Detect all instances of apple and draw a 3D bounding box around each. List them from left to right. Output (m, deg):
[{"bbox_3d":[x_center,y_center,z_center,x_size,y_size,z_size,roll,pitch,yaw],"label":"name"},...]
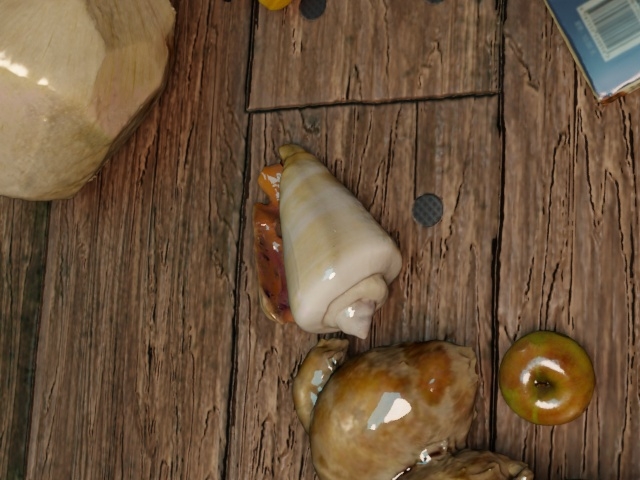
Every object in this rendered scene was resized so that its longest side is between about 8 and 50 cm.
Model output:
[{"bbox_3d":[0.214,0.130,0.817,0.089,0.074,0.089,-3,83,25],"label":"apple"}]

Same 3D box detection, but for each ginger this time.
[{"bbox_3d":[0.107,0.222,0.804,0.375,0.176,0.256,47,121,35],"label":"ginger"}]

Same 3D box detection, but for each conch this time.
[{"bbox_3d":[0.010,0.003,0.931,0.158,0.127,0.255,-51,37,40],"label":"conch"}]

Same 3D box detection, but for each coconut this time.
[{"bbox_3d":[-0.335,-0.256,0.999,0.415,0.344,0.415,16,116,35],"label":"coconut"}]

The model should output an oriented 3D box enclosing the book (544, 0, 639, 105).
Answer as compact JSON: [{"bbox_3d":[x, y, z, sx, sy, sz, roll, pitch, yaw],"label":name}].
[{"bbox_3d":[0.398,-0.356,0.817,0.428,0.039,0.300,-27,72,20],"label":"book"}]

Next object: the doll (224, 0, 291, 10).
[{"bbox_3d":[-0.118,-0.412,1.027,0.177,0.141,0.314,-44,69,19],"label":"doll"}]
